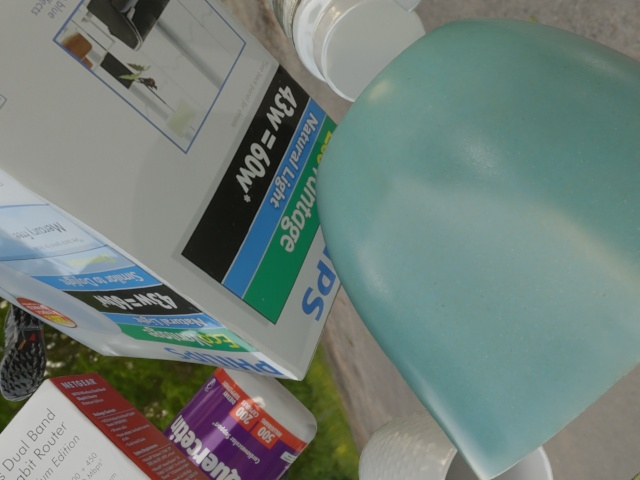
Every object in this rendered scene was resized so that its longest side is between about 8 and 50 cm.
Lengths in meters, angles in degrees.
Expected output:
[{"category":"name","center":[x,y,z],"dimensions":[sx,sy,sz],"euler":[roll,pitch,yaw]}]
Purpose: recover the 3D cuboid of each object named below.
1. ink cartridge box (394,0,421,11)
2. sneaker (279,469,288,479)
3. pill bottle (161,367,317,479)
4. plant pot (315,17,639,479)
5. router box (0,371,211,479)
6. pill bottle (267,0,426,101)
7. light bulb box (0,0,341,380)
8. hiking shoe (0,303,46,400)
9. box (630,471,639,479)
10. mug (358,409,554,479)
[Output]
[{"category":"ink cartridge box","center":[0.084,-0.353,0.494],"dimensions":[0.211,0.121,0.289],"euler":[38,143,-6]},{"category":"sneaker","center":[-0.106,0.428,1.361],"dimensions":[0.089,0.051,0.170],"euler":[22,-124,-39]},{"category":"pill bottle","center":[-0.167,0.342,1.027],"dimensions":[0.181,0.323,0.181],"euler":[40,172,7]},{"category":"plant pot","center":[0.137,-0.018,0.498],"dimensions":[0.235,0.293,0.293],"euler":[46,166,17]},{"category":"router box","center":[-0.188,0.326,0.514],"dimensions":[0.301,0.335,0.082],"euler":[39,180,11]},{"category":"pill bottle","center":[0.036,-0.391,1.177],"dimensions":[0.361,0.204,0.204],"euler":[-114,1,-49]},{"category":"light bulb box","center":[-0.202,-0.059,0.630],"dimensions":[0.358,0.225,0.361],"euler":[-5,143,46]},{"category":"hiking shoe","center":[-0.586,0.201,1.358],"dimensions":[0.114,0.086,0.227],"euler":[20,99,64]},{"category":"box","center":[0.660,0.492,1.327],"dimensions":[0.058,0.087,0.232],"euler":[45,-177,16]},{"category":"mug","center":[0.214,0.508,1.307],"dimensions":[0.276,0.374,0.328],"euler":[28,162,-24]}]
